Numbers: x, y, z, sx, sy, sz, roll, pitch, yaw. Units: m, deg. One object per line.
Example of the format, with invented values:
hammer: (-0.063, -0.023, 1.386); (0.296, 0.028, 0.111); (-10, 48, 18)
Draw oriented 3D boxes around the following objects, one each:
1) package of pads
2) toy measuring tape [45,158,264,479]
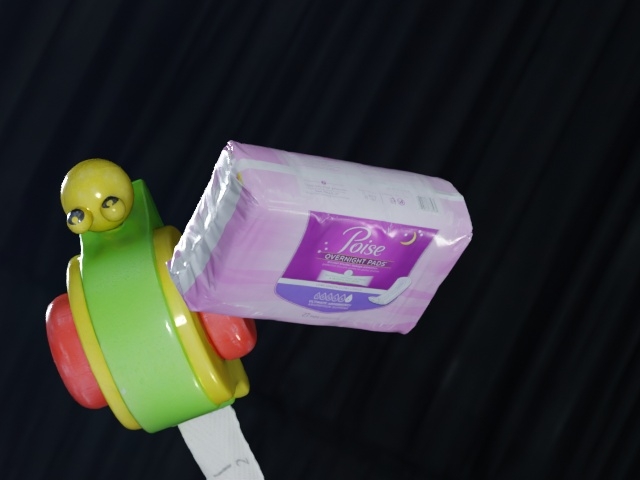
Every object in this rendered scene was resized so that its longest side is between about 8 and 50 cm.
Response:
package of pads: (0.000, 0.000, 0.571); (0.083, 0.050, 0.032); (8, -141, -31)
toy measuring tape: (-0.075, 0.104, 1.086); (0.121, 0.121, 0.330); (22, 138, 60)
